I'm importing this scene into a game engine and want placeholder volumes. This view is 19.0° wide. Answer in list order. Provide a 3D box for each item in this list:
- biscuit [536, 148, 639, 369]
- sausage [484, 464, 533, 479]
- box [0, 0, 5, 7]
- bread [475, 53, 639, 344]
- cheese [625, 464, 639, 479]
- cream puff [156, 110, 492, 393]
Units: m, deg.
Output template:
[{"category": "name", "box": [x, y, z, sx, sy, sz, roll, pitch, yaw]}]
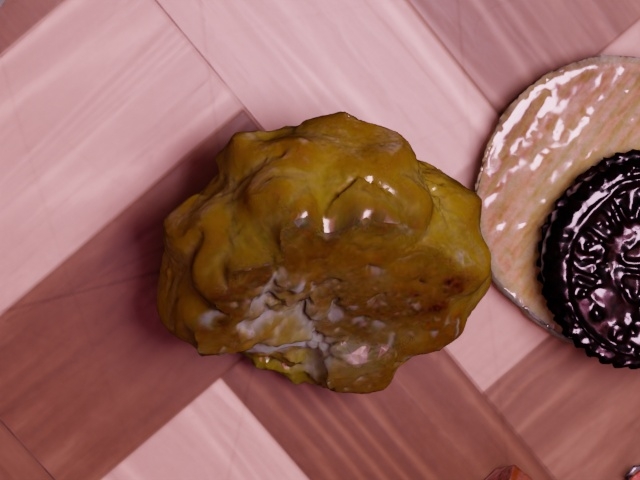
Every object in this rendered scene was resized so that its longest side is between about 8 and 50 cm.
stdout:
[{"category": "biscuit", "box": [0.278, 0.017, 1.639, 0.194, 0.053, 0.194, -1, 98, -9]}, {"category": "sausage", "box": [0.209, 0.275, 1.702, 0.065, 0.065, 0.169, -46, 101, -1]}, {"category": "box", "box": [-0.292, -0.250, 1.553, 0.122, 0.062, 0.089, 34, 91, -10]}, {"category": "bread", "box": [0.258, -0.033, 1.677, 0.267, 0.040, 0.267, -1, 99, -8]}, {"category": "cheese", "box": [0.316, 0.323, 1.735, 0.106, 0.037, 0.256, -2, 99, -10]}, {"category": "cream puff", "box": [-0.002, 0.001, 1.587, 0.282, 0.185, 0.282, -8, 139, -7]}]
